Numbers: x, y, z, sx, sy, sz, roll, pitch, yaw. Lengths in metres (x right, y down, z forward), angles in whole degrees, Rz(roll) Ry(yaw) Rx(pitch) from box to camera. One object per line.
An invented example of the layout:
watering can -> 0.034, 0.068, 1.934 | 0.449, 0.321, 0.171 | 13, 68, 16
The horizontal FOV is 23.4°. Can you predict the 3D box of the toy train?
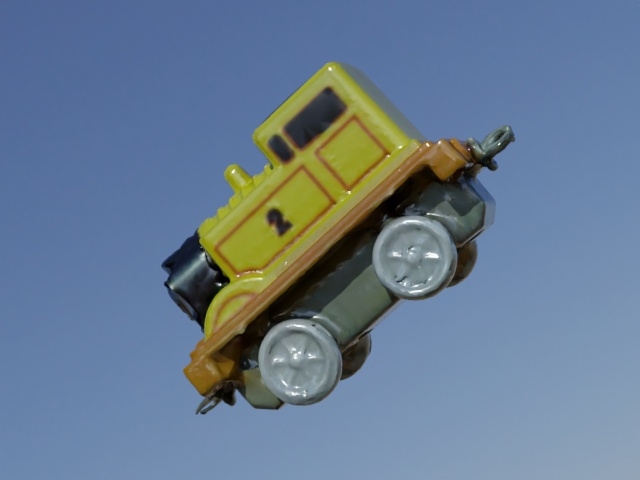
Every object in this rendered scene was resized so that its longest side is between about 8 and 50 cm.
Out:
toy train -> 0.000, 0.000, 0.785 | 0.219, 0.127, 0.089 | -43, -8, 13
